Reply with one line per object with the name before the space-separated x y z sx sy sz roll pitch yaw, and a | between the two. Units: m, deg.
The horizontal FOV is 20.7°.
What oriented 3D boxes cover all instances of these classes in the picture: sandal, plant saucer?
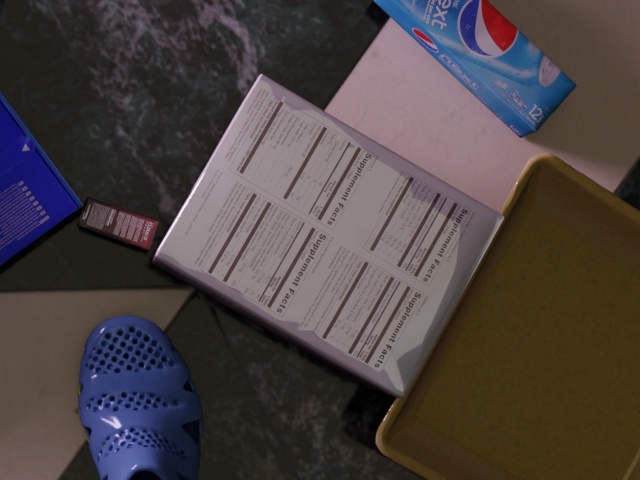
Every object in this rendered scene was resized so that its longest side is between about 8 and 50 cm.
sandal | -0.164 0.222 1.679 0.126 0.138 0.317 -10 78 -7
plant saucer | 0.252 0.132 1.749 0.333 0.081 0.333 32 84 -16

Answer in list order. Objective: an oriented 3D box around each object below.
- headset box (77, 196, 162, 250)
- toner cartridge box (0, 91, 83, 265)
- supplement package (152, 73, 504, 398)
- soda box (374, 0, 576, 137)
headset box | -0.196 -0.014 1.731 0.083 0.062 0.032 18 86 -5
toner cartridge box | -0.418 -0.001 1.674 0.348 0.075 0.165 -36 113 -7
supplement package | 0.000 0.000 1.685 0.262 0.199 0.198 30 85 -4
soda box | 0.156 -0.200 1.776 0.210 0.071 0.067 42 84 -3
